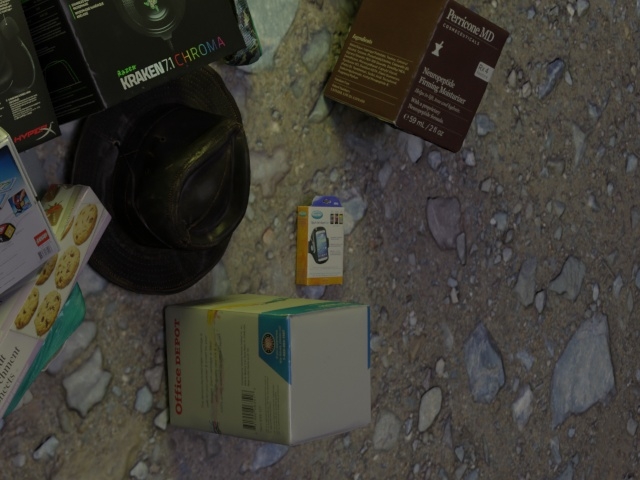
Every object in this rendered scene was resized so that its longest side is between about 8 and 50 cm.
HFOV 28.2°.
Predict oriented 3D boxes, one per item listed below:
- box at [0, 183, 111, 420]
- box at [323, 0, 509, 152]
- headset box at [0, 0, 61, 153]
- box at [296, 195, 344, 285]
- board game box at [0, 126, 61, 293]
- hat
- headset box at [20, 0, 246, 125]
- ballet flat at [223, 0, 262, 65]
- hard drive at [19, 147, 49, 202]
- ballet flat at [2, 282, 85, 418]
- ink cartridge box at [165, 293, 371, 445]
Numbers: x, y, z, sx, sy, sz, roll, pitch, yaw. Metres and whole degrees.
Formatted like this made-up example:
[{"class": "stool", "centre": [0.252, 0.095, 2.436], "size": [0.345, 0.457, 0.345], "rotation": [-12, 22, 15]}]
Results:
[{"class": "box", "centre": [-0.346, 0.077, 1.476], "size": [0.324, 0.063, 0.067], "rotation": [-66, 145, -30]}, {"class": "box", "centre": [0.145, -0.268, 1.940], "size": [0.168, 0.167, 0.203], "rotation": [17, 98, -46]}, {"class": "headset box", "centre": [-0.437, -0.217, 1.396], "size": [0.218, 0.110, 0.293], "rotation": [-31, 115, -41]}, {"class": "box", "centre": [0.000, 0.000, 1.941], "size": [0.081, 0.028, 0.136], "rotation": [0, 90, -47]}, {"class": "board game box", "centre": [-0.435, 0.027, 1.350], "size": [0.305, 0.053, 0.193], "rotation": [-38, 144, -21]}, {"class": "hat", "centre": [-0.172, -0.087, 1.674], "size": [0.331, 0.134, 0.331], "rotation": [-4, 95, -46]}, {"class": "headset box", "centre": [-0.259, -0.316, 1.542], "size": [0.246, 0.131, 0.283], "rotation": [-31, 104, -41]}, {"class": "ballet flat", "centre": [-0.131, -0.329, 1.755], "size": [0.070, 0.070, 0.188], "rotation": [-31, 111, -42]}, {"class": "hard drive", "centre": [-0.389, -0.058, 1.522], "size": [0.135, 0.022, 0.094], "rotation": [-35, 118, -40]}, {"class": "ballet flat", "centre": [-0.359, 0.149, 1.530], "size": [0.247, 0.083, 0.087], "rotation": [-57, 143, -26]}, {"class": "ink cartridge box", "centre": [-0.072, 0.167, 1.723], "size": [0.168, 0.232, 0.171], "rotation": [-6, 96, -49]}]
